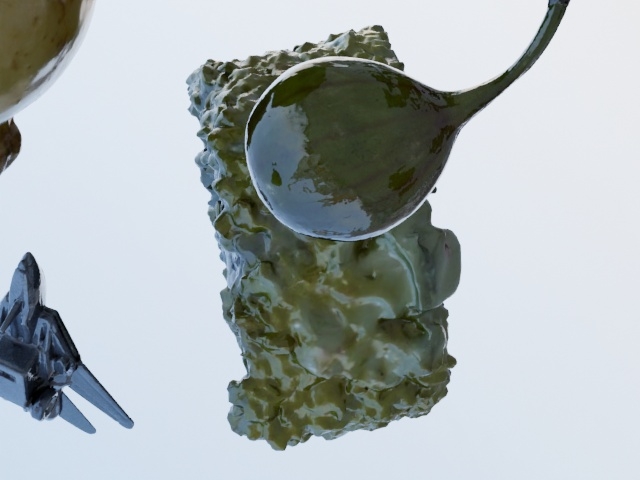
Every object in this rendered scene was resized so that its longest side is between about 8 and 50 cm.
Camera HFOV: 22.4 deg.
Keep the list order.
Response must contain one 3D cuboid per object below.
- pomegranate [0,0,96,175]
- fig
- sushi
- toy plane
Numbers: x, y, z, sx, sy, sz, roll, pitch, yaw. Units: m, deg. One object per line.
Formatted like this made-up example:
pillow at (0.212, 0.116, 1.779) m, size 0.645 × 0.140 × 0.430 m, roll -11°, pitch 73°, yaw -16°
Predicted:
pomegranate at (-0.359, -0.230, 1.419) m, size 0.410 × 0.410 × 0.410 m, roll 41°, pitch -149°, yaw -31°
fig at (0.063, -0.087, 1.036) m, size 0.124 × 0.236 × 0.124 m, roll 62°, pitch -179°, yaw -2°
sushi at (0.000, 0.000, 1.622) m, size 0.351 × 0.240 × 0.396 m, roll -111°, pitch 12°, yaw -71°
toy plane at (-0.268, 0.094, 1.466) m, size 0.212 × 0.267 × 0.088 m, roll 24°, pitch -116°, yaw 6°
